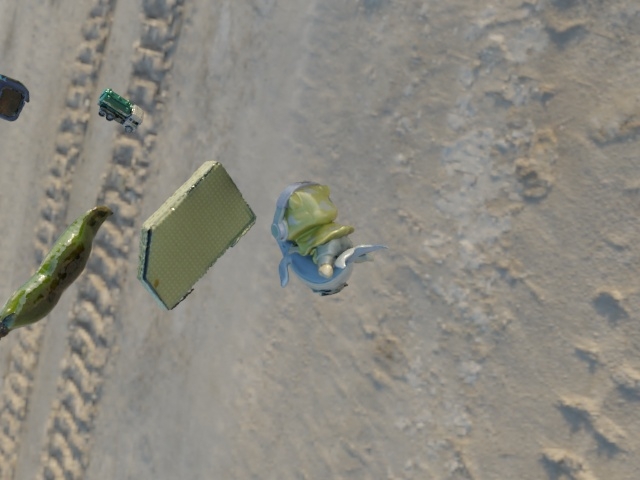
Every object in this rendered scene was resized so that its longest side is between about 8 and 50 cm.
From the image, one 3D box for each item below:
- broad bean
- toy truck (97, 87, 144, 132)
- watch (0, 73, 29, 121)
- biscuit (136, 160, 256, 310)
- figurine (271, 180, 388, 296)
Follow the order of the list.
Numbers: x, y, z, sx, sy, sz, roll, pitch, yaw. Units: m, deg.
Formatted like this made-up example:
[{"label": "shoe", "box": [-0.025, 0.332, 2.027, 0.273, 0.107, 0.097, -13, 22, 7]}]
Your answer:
[{"label": "broad bean", "box": [-0.485, 0.065, 1.634, 0.061, 0.077, 0.339, -7, 41, 44]}, {"label": "toy truck", "box": [-0.334, -0.218, 1.504, 0.044, 0.083, 0.039, -34, 39, 32]}, {"label": "watch", "box": [-0.526, -0.216, 1.029, 0.276, 0.275, 0.068, 14, 90, 32]}, {"label": "biscuit", "box": [-0.236, -0.010, 1.620, 0.052, 0.150, 0.252, 10, 52, 49]}, {"label": "figurine", "box": [0.000, 0.000, 1.400, 0.209, 0.128, 0.183, 11, 117, 47]}]
